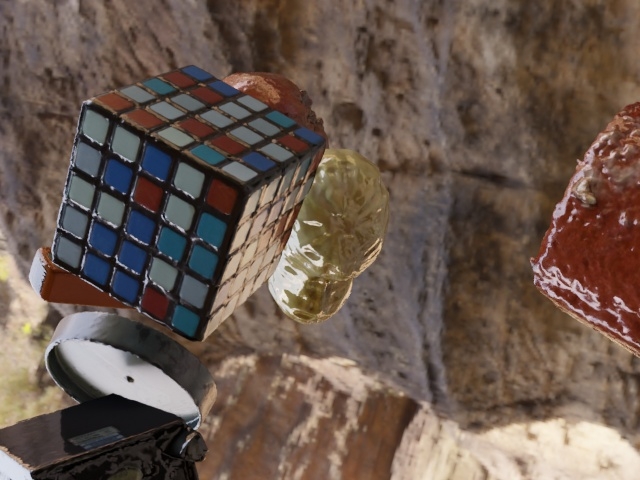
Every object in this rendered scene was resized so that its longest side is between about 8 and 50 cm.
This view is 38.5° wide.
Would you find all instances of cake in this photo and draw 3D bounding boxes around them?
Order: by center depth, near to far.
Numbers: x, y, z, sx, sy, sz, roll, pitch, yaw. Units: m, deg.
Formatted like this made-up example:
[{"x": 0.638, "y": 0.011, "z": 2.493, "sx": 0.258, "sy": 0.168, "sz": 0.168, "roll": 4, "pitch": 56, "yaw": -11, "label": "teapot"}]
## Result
[{"x": 0.285, "y": 0.009, "z": 0.749, "sx": 0.177, "sy": 0.151, "sz": 0.283, "roll": -58, "pitch": -32, "yaw": 3, "label": "cake"}]

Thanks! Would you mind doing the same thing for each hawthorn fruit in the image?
[{"x": -0.115, "y": -0.119, "z": 1.278, "sx": 0.205, "sy": 0.253, "sz": 0.205, "roll": 57, "pitch": -168, "yaw": -19, "label": "hawthorn fruit"}]

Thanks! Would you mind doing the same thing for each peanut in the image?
[{"x": 0.000, "y": 0.000, "z": 1.154, "sx": 0.147, "sy": 0.147, "sz": 0.305, "roll": -63, "pitch": 2, "yaw": -32, "label": "peanut"}]

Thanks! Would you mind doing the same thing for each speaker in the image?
[{"x": -0.236, "y": 0.311, "z": 0.986, "sx": 0.184, "sy": 0.254, "sz": 0.232, "roll": -15, "pitch": -83, "yaw": -31, "label": "speaker"}]

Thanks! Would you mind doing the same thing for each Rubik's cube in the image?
[{"x": -0.128, "y": -0.044, "z": 0.912, "sx": 0.187, "sy": 0.184, "sz": 0.182, "roll": -43, "pitch": -22, "yaw": -59, "label": "Rubik's cube"}]

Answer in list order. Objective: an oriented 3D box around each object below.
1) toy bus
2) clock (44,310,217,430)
[{"x": -0.359, "y": 0.083, "z": 1.812, "sx": 0.408, "sy": 0.092, "sz": 0.093, "roll": 8, "pitch": -56, "yaw": -30, "label": "toy bus"}, {"x": -0.233, "y": 0.168, "z": 1.121, "sx": 0.215, "sy": 0.214, "sz": 0.042, "roll": 77, "pitch": -152, "yaw": -47, "label": "clock"}]
